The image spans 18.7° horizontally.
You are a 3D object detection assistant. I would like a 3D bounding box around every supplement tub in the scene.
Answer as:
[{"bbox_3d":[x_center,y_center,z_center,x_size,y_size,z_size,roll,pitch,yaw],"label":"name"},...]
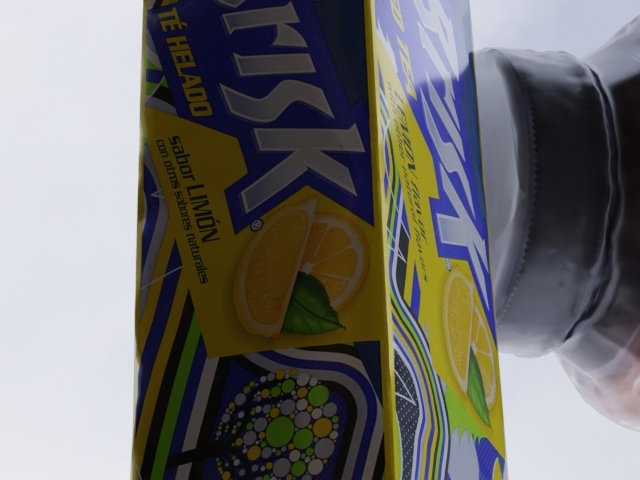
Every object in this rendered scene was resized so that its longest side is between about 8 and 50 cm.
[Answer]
[{"bbox_3d":[0.126,-0.001,0.471,0.198,0.106,0.106,5,-124,-18],"label":"supplement tub"}]

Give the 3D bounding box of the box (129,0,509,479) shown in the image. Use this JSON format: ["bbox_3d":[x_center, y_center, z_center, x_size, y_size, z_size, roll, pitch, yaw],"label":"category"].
[{"bbox_3d":[0.000,0.000,0.386,0.054,0.059,0.169,-16,-124,22],"label":"box"}]
